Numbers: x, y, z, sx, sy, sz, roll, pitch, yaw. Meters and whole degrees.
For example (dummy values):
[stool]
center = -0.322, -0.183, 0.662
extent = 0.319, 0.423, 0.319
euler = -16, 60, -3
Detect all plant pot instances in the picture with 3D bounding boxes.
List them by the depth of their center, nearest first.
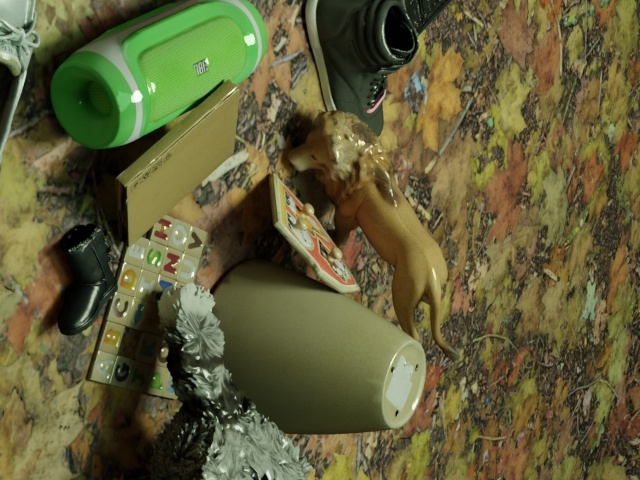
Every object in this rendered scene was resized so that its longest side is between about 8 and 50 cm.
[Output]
[plant pot]
center = 0.001, 0.177, 1.982
extent = 0.256, 0.274, 0.256
euler = -28, 124, -52

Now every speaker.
[speaker]
center = -0.192, -0.215, 1.704
extent = 0.296, 0.131, 0.131
euler = -37, 129, -47

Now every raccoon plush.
[raccoon plush]
center = -0.186, 0.315, 1.887
extent = 0.216, 0.299, 0.446
euler = 13, 57, -44

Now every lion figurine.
[lion figurine]
center = 0.105, -0.010, 2.080
extent = 0.142, 0.392, 0.240
euler = -34, 161, -24

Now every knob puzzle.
[knob puzzle]
center = 0.000, 0.000, 1.998
extent = 0.030, 0.213, 0.213
euler = -37, 148, 12

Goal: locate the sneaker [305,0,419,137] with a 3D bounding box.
[sneaker]
center = 0.084, -0.255, 2.107
extent = 0.104, 0.147, 0.295
euler = -58, 143, -34

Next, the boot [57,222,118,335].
[boot]
center = -0.294, 0.045, 1.699
extent = 0.121, 0.045, 0.099
euler = -54, 143, -45

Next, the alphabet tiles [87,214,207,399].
[alphabet tiles]
center = -0.218, 0.088, 1.865
extent = 0.198, 0.009, 0.237
euler = 25, 79, -57

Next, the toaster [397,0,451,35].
[toaster]
center = 0.129, -0.423, 2.161
extent = 0.185, 0.110, 0.168
euler = -49, 138, -38

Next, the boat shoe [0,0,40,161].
[boat shoe]
center = -0.363, -0.159, 1.471
extent = 0.118, 0.103, 0.320
euler = 35, 70, -56

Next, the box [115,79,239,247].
[box]
center = -0.180, -0.095, 1.749
extent = 0.201, 0.021, 0.164
euler = -45, 165, -24
